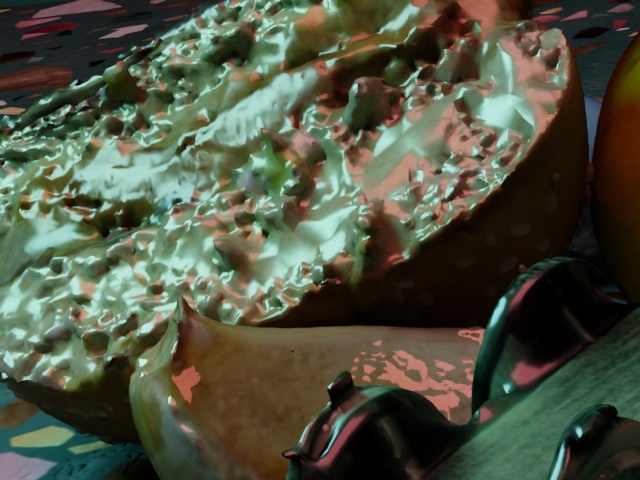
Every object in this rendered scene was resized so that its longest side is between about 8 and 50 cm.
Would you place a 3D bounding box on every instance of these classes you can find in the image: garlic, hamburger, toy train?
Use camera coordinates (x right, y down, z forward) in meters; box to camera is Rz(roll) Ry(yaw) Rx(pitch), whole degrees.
[{"bbox_3d":[0.014,0.106,1.159,0.245,0.164,0.145,-5,5,-10],"label":"garlic"},{"bbox_3d":[0.000,0.000,1.335,0.445,0.287,0.268,-30,53,10],"label":"hamburger"},{"bbox_3d":[0.113,0.145,0.830,0.299,0.238,0.167,-26,24,-39],"label":"toy train"}]

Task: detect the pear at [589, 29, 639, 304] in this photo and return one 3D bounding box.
[{"bbox_3d":[0.330,-0.030,1.265,0.336,0.284,0.285,19,29,29],"label":"pear"}]

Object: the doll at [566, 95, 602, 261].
[{"bbox_3d":[0.143,-0.035,1.603,0.314,0.141,0.177,-14,-18,29],"label":"doll"}]
